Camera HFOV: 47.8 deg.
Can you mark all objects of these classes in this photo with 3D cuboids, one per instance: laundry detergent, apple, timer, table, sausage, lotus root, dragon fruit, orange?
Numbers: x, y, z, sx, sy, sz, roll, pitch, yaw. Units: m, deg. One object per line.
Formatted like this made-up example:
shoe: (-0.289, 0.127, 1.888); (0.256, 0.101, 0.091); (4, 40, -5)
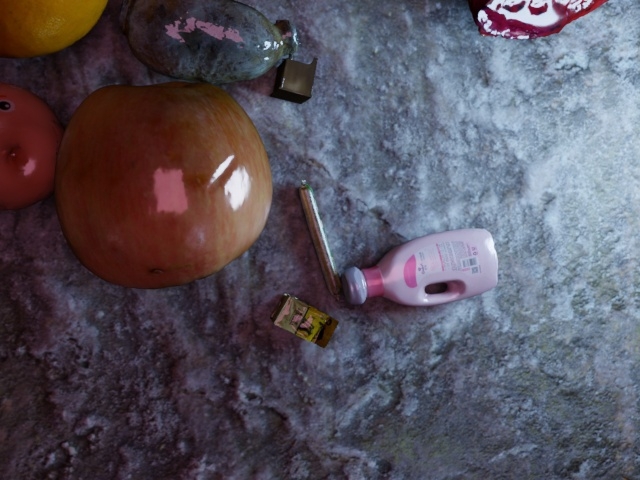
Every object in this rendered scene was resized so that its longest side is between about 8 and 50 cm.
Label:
laundry detergent: (0.214, 0.071, 1.563); (0.335, 0.088, 0.159); (-12, 98, -9)
apple: (-0.277, -0.112, 1.291); (0.391, 0.391, 0.346); (-12, 103, -10)
timer: (-0.572, -0.168, 1.294); (0.229, 0.215, 0.229); (-18, 123, -31)
table: (-0.053, -0.331, 1.469); (0.070, 0.083, 0.082); (12, 87, -16)
sausage: (0.000, 0.000, 1.538); (0.033, 0.033, 0.269); (-18, 99, -9)
lotus root: (-0.213, -0.386, 1.379); (0.349, 0.175, 0.175); (6, 94, -4)
dragon fruit: (0.419, -0.557, 1.467); (0.330, 0.240, 0.302); (-38, 83, -13)
orange: (-0.521, -0.469, 1.249); (0.312, 0.312, 0.312); (-1, 96, -12)

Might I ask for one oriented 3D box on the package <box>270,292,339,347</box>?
package: (-0.035, 0.170, 1.541); (0.131, 0.047, 0.071); (27, 87, -14)
